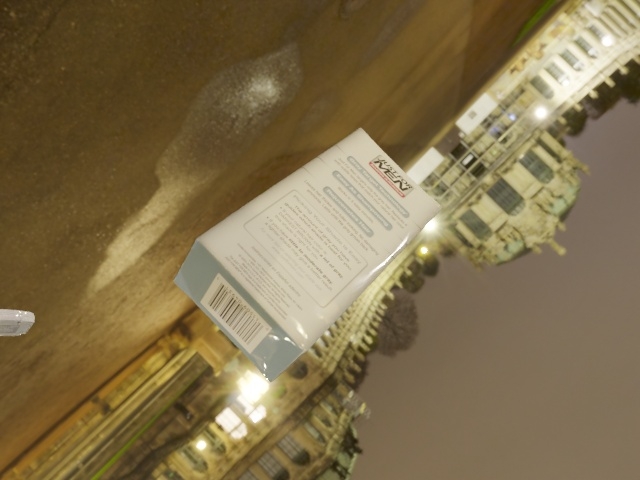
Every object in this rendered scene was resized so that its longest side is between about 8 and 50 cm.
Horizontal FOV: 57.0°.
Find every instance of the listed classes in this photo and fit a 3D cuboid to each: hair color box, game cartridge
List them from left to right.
[{"bbox_3d":[-0.385,0.097,0.691,0.083,0.017,0.056,7,152,-39],"label":"game cartridge"},{"bbox_3d":[0.000,0.000,0.835,0.374,0.185,0.114,-40,174,-42],"label":"hair color box"}]
